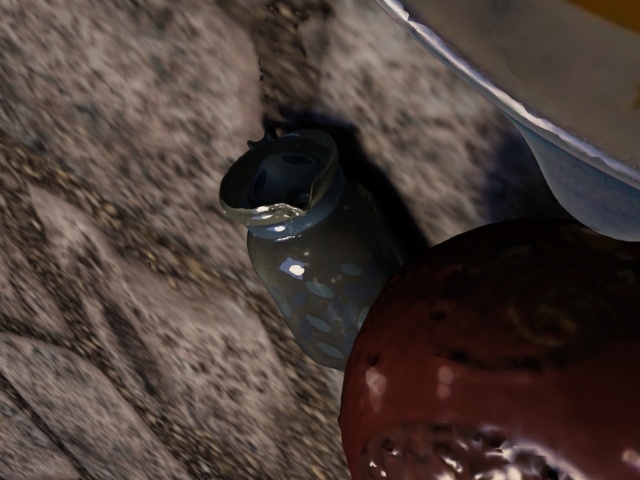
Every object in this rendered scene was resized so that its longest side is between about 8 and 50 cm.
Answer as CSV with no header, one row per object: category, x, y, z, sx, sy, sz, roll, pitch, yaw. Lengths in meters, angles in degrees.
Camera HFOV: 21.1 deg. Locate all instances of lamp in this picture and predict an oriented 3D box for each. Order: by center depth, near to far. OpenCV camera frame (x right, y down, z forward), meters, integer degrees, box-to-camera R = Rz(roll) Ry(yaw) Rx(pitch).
lamp,0.071,0.072,0.488,0.157,0.135,0.156,25,151,37

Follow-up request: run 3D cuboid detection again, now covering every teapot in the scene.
teapot,0.004,0.000,0.592,0.049,0.063,0.083,-13,126,24

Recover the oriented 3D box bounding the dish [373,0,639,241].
dish,0.062,-0.098,0.274,0.228,0.086,0.236,12,143,51
